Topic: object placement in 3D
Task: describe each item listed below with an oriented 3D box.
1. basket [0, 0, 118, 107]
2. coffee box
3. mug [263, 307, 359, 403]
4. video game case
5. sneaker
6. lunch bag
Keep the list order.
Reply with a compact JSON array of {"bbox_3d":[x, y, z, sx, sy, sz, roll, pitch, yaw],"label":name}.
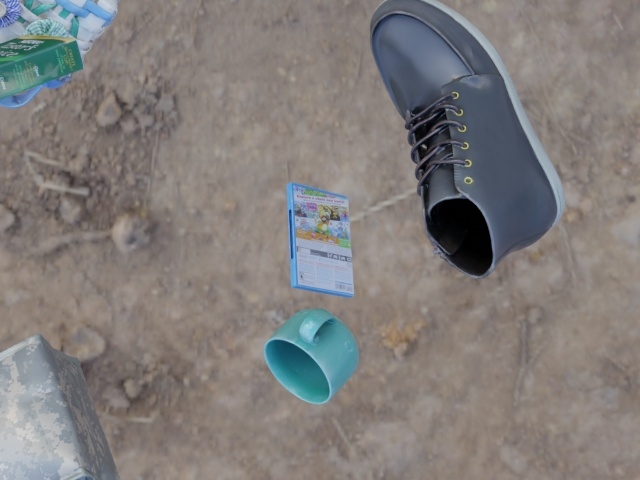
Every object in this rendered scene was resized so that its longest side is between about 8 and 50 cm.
[{"bbox_3d":[-0.419,-0.308,1.391,0.289,0.201,0.255,-28,137,34],"label":"basket"},{"bbox_3d":[-0.379,-0.192,1.234,0.184,0.113,0.040,-30,120,-37],"label":"coffee box"},{"bbox_3d":[0.000,0.163,1.606,0.129,0.097,0.158,52,145,-8],"label":"mug"},{"bbox_3d":[0.000,0.000,1.660,0.119,0.166,0.015,12,157,-39],"label":"video game case"},{"bbox_3d":[0.095,-0.084,0.806,0.083,0.118,0.222,-36,89,40],"label":"sneaker"},{"bbox_3d":[-0.459,0.314,1.527,0.287,0.235,0.169,-28,153,1],"label":"lunch bag"}]
